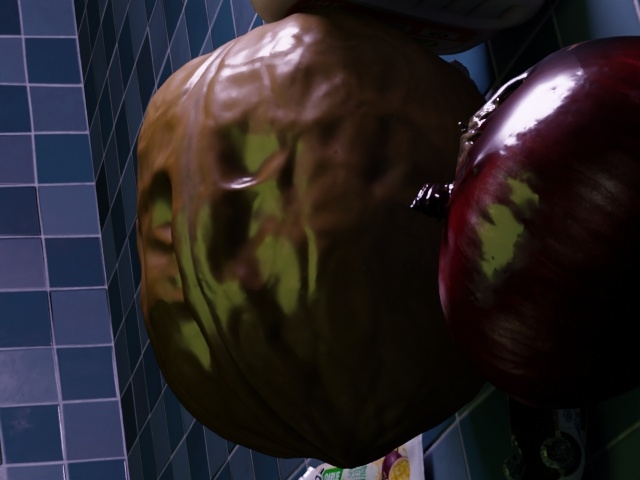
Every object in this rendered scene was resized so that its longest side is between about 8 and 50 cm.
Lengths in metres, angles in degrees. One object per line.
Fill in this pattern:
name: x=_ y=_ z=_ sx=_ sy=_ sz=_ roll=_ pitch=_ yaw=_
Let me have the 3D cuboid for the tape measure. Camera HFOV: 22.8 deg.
tape measure: x=0.058 y=-0.255 z=1.415 sx=0.265 sy=0.258 sz=0.130 roll=156 pitch=117 yaw=-71

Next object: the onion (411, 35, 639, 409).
onion: x=0.211 y=-0.002 z=1.035 sx=0.273 sy=0.285 sz=0.273 roll=-53 pitch=-22 yaw=-33

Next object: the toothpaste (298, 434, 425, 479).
toothpaste: x=0.053 y=0.273 z=1.818 sx=0.058 sy=0.056 sz=0.314 roll=48 pitch=156 yaw=-6

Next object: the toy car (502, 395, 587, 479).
toy car: x=0.194 y=0.137 z=1.363 sx=0.095 sy=0.056 sz=0.205 roll=135 pitch=135 yaw=-65

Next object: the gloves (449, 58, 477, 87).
gloves: x=0.101 y=-0.137 z=1.563 sx=0.144 sy=0.094 sz=0.110 roll=54 pitch=155 yaw=28

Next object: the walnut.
walnut: x=0.000 y=0.000 z=1.382 sx=0.354 sy=0.308 sz=0.398 roll=-33 pitch=60 yaw=47
